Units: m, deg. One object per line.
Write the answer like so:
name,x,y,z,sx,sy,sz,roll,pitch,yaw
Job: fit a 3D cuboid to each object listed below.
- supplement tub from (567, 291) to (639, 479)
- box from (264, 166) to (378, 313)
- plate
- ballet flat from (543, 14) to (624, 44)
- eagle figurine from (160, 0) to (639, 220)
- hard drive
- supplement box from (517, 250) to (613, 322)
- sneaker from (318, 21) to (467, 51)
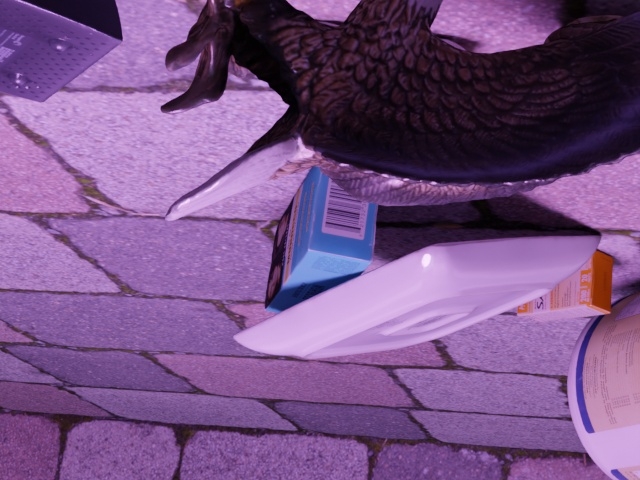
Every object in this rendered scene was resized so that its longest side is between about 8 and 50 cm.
supplement tub,0.419,0.138,1.376,0.228,0.228,0.316,13,162,-19
box,0.000,0.000,1.314,0.060,0.101,0.244,11,162,-9
plate,0.100,0.062,1.343,0.277,0.045,0.278,-26,164,40
ballet flat,0.274,-0.118,0.917,0.249,0.058,0.084,10,166,8
eagle figurine,0.066,-0.092,0.813,0.298,0.226,0.225,24,134,0
hard drive,-0.278,-0.172,0.941,0.254,0.054,0.172,16,160,-28
supplement box,0.255,0.048,1.434,0.036,0.062,0.098,20,158,-38
sneaker,0.031,-0.116,0.997,0.158,0.061,0.065,8,169,-1
